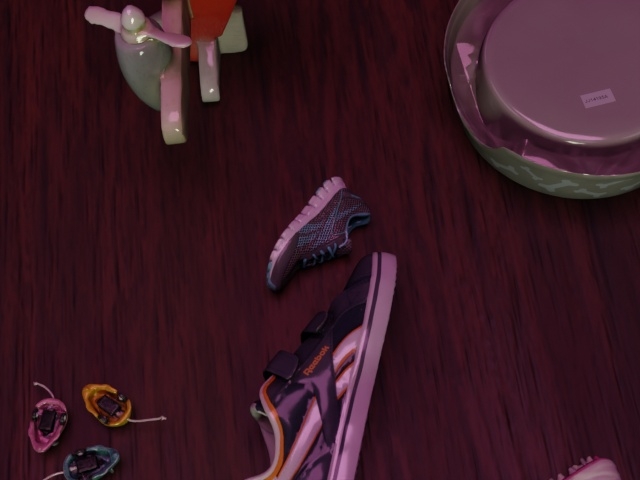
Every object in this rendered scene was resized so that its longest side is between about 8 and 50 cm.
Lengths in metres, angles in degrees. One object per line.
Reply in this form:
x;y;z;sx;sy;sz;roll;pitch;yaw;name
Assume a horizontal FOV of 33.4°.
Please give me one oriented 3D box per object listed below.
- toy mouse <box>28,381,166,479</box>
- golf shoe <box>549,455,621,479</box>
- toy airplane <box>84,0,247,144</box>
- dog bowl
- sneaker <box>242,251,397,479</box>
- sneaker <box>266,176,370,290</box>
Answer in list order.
-0.274;0.224;1.188;0.161;0.031;0.143;26;67;15;toy mouse
0.208;0.346;1.060;0.306;0.115;0.140;-34;70;-12;golf shoe
-0.183;-0.340;1.284;0.272;0.384;0.386;5;18;-19;toy airplane
0.326;-0.206;1.339;0.349;0.102;0.348;-1;63;3;dog bowl
-0.001;0.148;1.160;0.127;0.126;0.321;14;66;3;sneaker
0.000;0.000;1.274;0.076;0.065;0.166;33;71;13;sneaker
